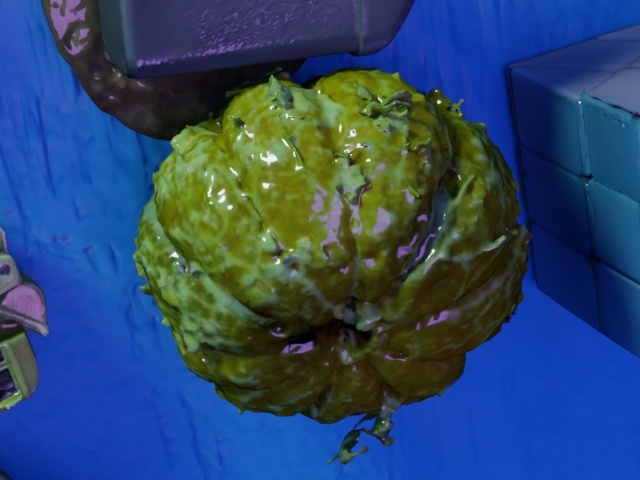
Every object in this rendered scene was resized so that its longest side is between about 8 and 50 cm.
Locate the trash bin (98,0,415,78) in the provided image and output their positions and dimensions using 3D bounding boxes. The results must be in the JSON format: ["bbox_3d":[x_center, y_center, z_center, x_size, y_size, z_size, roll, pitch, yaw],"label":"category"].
[{"bbox_3d":[-0.041,-0.214,1.158,0.236,0.101,0.176,-12,119,-17],"label":"trash bin"}]

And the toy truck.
[{"bbox_3d":[-0.274,0.044,1.228,0.116,0.085,0.191,-25,114,-17],"label":"toy truck"}]

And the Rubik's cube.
[{"bbox_3d":[0.310,-0.053,1.340,0.221,0.231,0.224,-17,113,-16],"label":"Rubik's cube"}]

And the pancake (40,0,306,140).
[{"bbox_3d":[-0.100,-0.188,1.230,0.242,0.050,0.242,-9,116,-20],"label":"pancake"}]

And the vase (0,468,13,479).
[{"bbox_3d":[-0.231,0.239,1.255,0.219,0.096,0.096,41,91,11],"label":"vase"}]

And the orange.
[{"bbox_3d":[0.000,0.000,1.237,0.301,0.223,0.300,27,116,-33],"label":"orange"}]
